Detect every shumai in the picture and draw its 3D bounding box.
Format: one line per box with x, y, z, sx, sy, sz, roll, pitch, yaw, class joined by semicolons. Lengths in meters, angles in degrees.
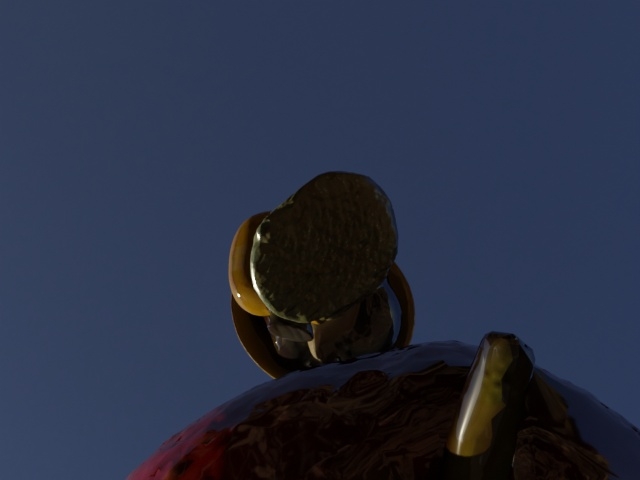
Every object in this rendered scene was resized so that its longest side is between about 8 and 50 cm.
0.001;0.001;0.943;0.124;0.087;0.099;-39;-79;2;shumai

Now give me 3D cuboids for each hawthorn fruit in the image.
0.026;0.156;0.448;0.285;0.284;0.369;-3;-43;-10;hawthorn fruit

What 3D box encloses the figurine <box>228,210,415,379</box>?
-0.013;0.051;1.194;0.167;0.257;0.192;-5;-114;20;figurine
